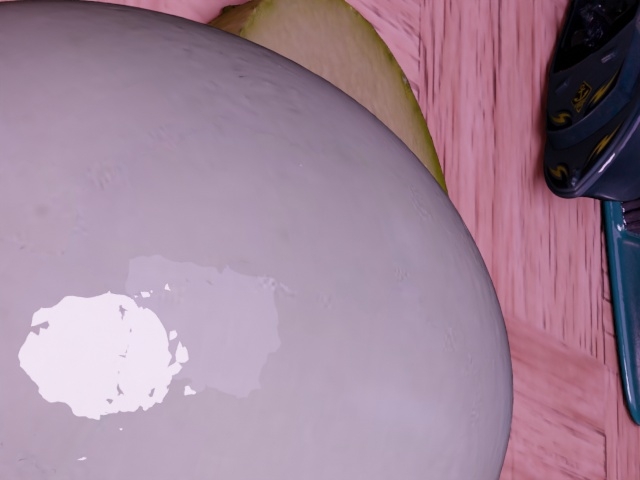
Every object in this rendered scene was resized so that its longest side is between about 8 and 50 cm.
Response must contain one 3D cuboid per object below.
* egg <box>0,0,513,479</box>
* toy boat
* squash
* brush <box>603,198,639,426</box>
[{"bbox_3d":[-0.059,0.036,0.557,0.282,0.203,0.203,12,70,-50],"label":"egg"},{"bbox_3d":[0.167,-0.107,1.050,0.103,0.093,0.246,39,47,-17],"label":"toy boat"},{"bbox_3d":[0.004,-0.001,0.813,0.219,0.041,0.219,22,63,-53],"label":"squash"},{"bbox_3d":[0.184,0.009,1.094,0.043,0.032,0.193,14,68,-55],"label":"brush"}]
